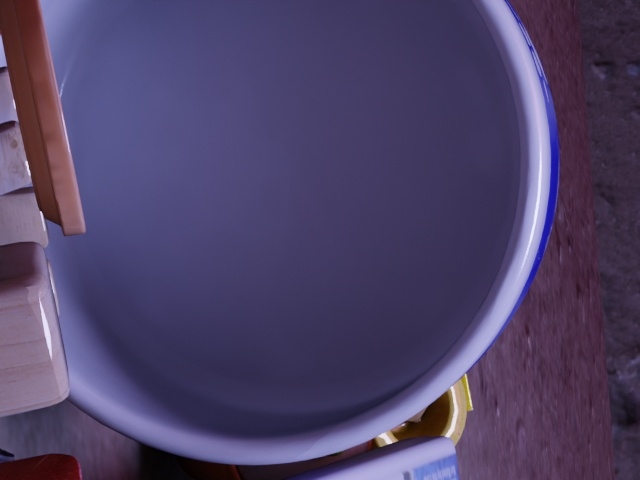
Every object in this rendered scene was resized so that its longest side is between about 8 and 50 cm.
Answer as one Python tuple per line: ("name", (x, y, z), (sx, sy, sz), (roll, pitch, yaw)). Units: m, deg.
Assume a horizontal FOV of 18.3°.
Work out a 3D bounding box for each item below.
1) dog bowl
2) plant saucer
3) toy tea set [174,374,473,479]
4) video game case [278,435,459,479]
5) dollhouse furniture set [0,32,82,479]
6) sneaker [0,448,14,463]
("dog bowl", (-0.024, -0.035, 0.907), (0.104, 0.264, 0.265), (-10, 91, -78))
("plant saucer", (-0.083, -0.042, 0.585), (0.083, 0.013, 0.083), (169, -90, -83))
("toy tea set", (0.000, 0.000, 1.093), (0.200, 0.124, 0.336), (-17, 99, -31))
("video game case", (0.010, 0.259, 0.931), (0.329, 0.036, 0.300), (-4, 88, -67))
("dollhouse furniture set", (-0.168, -0.022, 0.605), (0.374, 0.152, 0.201), (-119, -161, -69))
("sneaker", (-0.143, 0.165, 0.674), (0.268, 0.101, 0.153), (-83, 158, -63))
